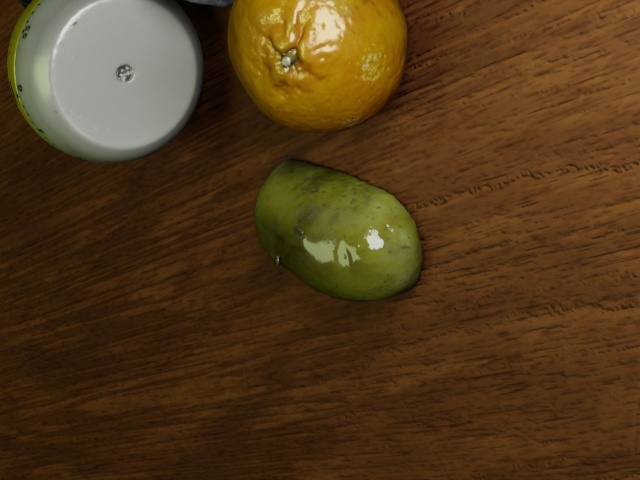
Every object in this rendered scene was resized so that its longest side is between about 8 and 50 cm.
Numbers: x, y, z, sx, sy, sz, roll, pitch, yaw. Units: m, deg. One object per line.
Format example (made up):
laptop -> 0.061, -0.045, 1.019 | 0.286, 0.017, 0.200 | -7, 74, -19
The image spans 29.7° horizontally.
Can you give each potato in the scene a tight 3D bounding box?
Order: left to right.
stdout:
potato -> 0.000, 0.000, 1.549 | 0.272, 0.111, 0.160 | 24, 121, 39

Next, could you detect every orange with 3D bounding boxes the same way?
orange -> -0.006, -0.232, 1.400 | 0.219, 0.193, 0.219 | 3, 94, 36

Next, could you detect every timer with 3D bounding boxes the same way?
timer -> -0.315, -0.246, 1.692 | 0.285, 0.285, 0.285 | 22, 122, 41

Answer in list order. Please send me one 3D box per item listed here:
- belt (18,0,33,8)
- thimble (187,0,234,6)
belt -> -0.384, -0.398, 1.783 | 0.218, 0.128, 0.122 | 2, 101, 46
thimble -> -0.141, -0.366, 1.515 | 0.150, 0.150, 0.098 | 40, 133, 30
